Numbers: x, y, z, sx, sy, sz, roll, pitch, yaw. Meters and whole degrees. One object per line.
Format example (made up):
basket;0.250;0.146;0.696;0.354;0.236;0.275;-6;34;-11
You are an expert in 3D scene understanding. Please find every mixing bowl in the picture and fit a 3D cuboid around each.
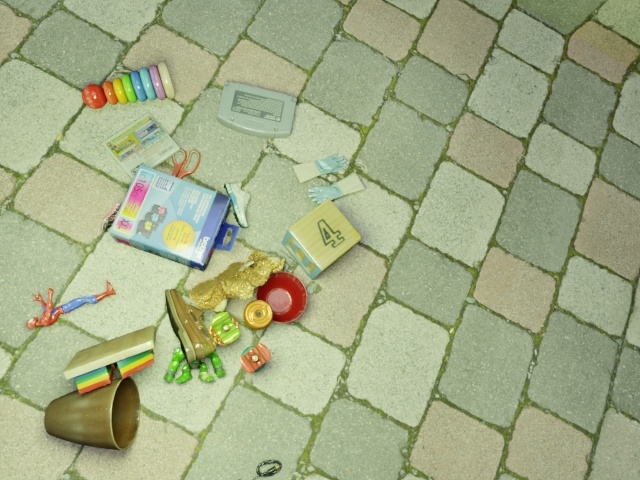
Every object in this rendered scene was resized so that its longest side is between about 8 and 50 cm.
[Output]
mixing bowl;-0.144;0.210;1.801;0.181;0.098;0.181;3;73;-11

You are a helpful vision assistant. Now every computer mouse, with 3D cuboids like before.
computer mouse;-0.233;0.796;1.645;0.242;0.041;0.071;-31;81;-18

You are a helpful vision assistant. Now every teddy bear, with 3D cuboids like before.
teddy bear;-0.274;0.144;1.726;0.338;0.245;0.113;-40;122;-38

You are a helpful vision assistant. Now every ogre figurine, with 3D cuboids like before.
ogre figurine;-0.424;0.411;1.694;0.197;0.097;0.118;-1;92;4

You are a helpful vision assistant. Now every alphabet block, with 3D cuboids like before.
alphabet block;0.000;0.000;1.844;0.197;0.192;0.193;-38;86;-19

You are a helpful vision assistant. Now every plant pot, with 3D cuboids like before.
plant pot;-0.710;0.536;1.553;0.230;0.215;0.215;-4;74;2

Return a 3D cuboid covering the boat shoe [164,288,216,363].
boat shoe;-0.437;0.275;1.684;0.104;0.111;0.307;-16;49;-24

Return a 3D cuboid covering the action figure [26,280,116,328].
action figure;-0.846;0.187;1.672;0.280;0.091;0.139;-30;88;-19

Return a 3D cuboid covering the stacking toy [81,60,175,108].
stacking toy;-0.727;-0.570;1.897;0.330;0.141;0.141;-17;78;-12

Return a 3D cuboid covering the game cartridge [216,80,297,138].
game cartridge;-0.254;-0.515;2.014;0.297;0.062;0.198;12;76;-8

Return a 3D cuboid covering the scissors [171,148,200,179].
scissors;-0.541;-0.218;1.886;0.109;0.021;0.297;18;71;-6

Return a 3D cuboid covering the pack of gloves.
pack of gloves;0.028;-0.240;2.007;0.232;0.046;0.195;-20;68;-19

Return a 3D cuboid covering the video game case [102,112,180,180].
video game case;-0.670;-0.352;1.888;0.212;0.023;0.193;-40;81;-17

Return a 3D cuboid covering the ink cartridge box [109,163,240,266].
ink cartridge box;-0.489;-0.065;1.780;0.395;0.151;0.270;20;75;-7

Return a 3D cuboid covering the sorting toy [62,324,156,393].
sorting toy;-0.638;0.372;1.584;0.255;0.257;0.089;-19;97;-16

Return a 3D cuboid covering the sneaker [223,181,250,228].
sneaker;-0.295;-0.139;1.890;0.082;0.071;0.191;-16;78;-21

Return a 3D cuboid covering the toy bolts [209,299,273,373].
toy bolts;-0.244;0.331;1.716;0.218;0.158;0.228;-29;82;-19

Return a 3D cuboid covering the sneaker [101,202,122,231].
sneaker;-0.732;-0.076;1.798;0.057;0.047;0.119;34;71;-12
